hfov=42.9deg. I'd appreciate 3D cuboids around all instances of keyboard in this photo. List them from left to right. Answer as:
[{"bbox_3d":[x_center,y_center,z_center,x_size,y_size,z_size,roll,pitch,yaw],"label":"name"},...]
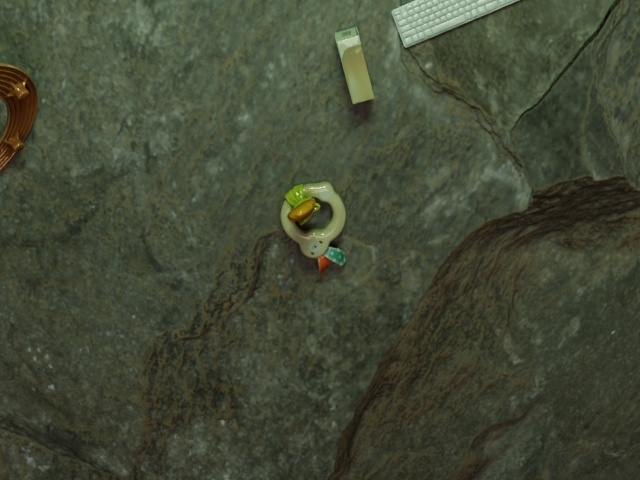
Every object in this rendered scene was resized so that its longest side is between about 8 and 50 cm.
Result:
[{"bbox_3d":[0.250,-0.405,1.369,0.256,0.014,0.072,-21,118,10],"label":"keyboard"}]

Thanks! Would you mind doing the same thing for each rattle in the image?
[{"bbox_3d":[0.000,0.000,1.523,0.130,0.143,0.200,-15,115,-15],"label":"rattle"}]

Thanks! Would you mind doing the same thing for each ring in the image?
[{"bbox_3d":[-0.590,-0.148,1.312,0.032,0.336,0.336,44,112,10],"label":"ring"}]

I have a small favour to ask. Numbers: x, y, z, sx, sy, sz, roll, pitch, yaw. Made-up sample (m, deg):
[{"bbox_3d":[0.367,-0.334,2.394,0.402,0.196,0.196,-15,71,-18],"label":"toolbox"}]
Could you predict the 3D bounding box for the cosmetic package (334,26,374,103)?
[{"bbox_3d":[0.059,-0.300,1.395,0.041,0.060,0.115,-15,121,6],"label":"cosmetic package"}]
